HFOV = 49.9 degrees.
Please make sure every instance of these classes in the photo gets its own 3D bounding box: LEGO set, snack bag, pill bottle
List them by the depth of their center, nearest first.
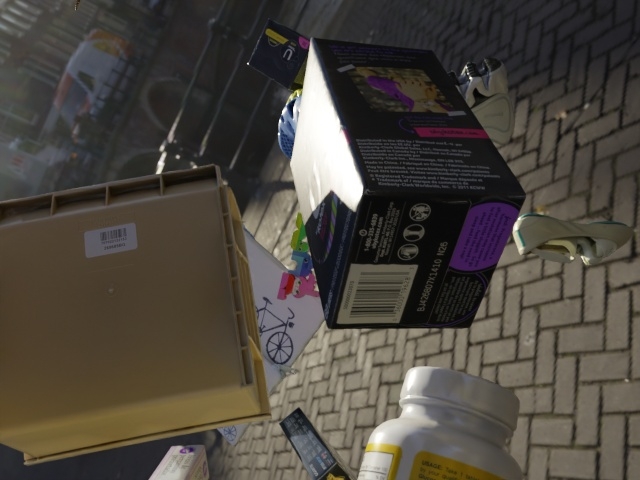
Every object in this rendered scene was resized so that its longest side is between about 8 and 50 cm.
[{"bbox_3d":[0.125,0.326,0.785,0.188,0.187,0.334,-23,43,59],"label":"pill bottle"},{"bbox_3d":[0.000,0.000,1.212,0.087,0.093,0.227,3,-80,-84],"label":"LEGO set"},{"bbox_3d":[-0.171,0.173,1.370,0.323,0.037,0.343,40,97,30],"label":"snack bag"}]

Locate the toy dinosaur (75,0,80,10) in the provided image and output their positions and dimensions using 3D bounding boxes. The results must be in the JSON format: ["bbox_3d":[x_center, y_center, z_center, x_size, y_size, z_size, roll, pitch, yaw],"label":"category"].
[{"bbox_3d":[-0.378,-0.512,1.203,0.211,0.064,0.112,-42,2,46],"label":"toy dinosaur"}]

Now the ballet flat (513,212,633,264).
[{"bbox_3d":[0.468,0.007,1.258,0.086,0.248,0.086,-175,90,-76],"label":"ballet flat"}]

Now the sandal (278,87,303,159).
[{"bbox_3d":[-0.004,-0.217,1.257,0.317,0.126,0.138,-39,24,61],"label":"sandal"}]

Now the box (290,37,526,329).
[{"bbox_3d":[0.064,-0.063,0.678,0.270,0.143,0.165,-104,21,-49],"label":"box"}]

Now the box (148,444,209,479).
[{"bbox_3d":[-0.242,0.410,1.050,0.324,0.063,0.067,-54,-41,-81],"label":"box"}]

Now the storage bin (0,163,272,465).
[{"bbox_3d":[-0.206,0.073,0.731,0.123,0.262,0.261,84,175,-65],"label":"storage bin"}]

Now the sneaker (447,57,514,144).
[{"bbox_3d":[0.127,-0.147,0.959,0.292,0.118,0.110,-16,27,22],"label":"sneaker"}]

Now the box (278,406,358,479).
[{"bbox_3d":[0.024,0.397,1.162,0.051,0.175,0.220,-39,19,-8],"label":"box"}]

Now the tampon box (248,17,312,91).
[{"bbox_3d":[-0.040,-0.360,1.388,0.120,0.161,0.102,36,108,25],"label":"tampon box"}]
